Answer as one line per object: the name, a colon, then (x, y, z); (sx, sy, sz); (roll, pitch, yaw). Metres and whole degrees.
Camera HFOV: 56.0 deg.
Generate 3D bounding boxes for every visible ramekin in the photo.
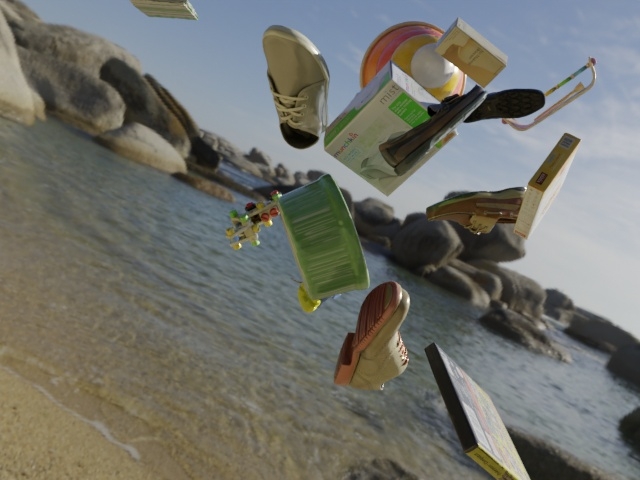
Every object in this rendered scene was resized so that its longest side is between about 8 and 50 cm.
ramekin: (0.000, 0.000, 1.493); (0.148, 0.303, 0.303); (-19, 9, -4)

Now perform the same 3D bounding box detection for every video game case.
video game case: (0.330, 0.376, 1.259); (0.248, 0.035, 0.275); (44, 18, -29)

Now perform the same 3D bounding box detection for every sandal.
sandal: (0.033, 0.103, 1.989); (0.138, 0.317, 0.126); (-7, 51, -34)

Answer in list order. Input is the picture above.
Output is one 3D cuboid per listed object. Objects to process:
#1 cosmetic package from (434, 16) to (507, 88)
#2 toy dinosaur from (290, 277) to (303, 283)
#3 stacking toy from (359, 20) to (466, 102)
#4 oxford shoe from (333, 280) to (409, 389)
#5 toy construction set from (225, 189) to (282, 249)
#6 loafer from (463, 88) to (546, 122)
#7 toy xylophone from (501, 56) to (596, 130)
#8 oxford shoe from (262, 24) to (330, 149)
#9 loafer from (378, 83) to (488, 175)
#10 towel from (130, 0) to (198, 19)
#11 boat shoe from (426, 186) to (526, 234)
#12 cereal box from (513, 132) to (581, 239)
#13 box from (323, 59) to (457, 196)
cosmetic package: (0.262, -0.326, 1.048); (0.115, 0.060, 0.041); (32, 44, -11)
toy dinosaur: (-0.011, 0.152, 2.369); (0.112, 0.211, 0.064); (-102, 171, -74)
stacking toy: (0.308, -0.492, 1.779); (0.350, 0.351, 0.480); (24, 10, -7)
oxford shoe: (0.147, 0.231, 1.401); (0.146, 0.140, 0.397); (18, -38, -3)
toy construction set: (-0.189, -0.078, 2.178); (0.327, 0.151, 0.215); (-11, 22, -9)
loafer: (0.458, -0.346, 1.525); (0.223, 0.076, 0.078); (-3, 24, 35)
toy xylophone: (0.726, -0.447, 1.890); (0.081, 0.322, 0.236); (56, 21, 0)
oxford shoe: (-0.064, -0.386, 1.604); (0.169, 0.130, 0.449); (20, -20, 15)
loafer: (0.240, -0.253, 1.286); (0.084, 0.267, 0.096); (47, -7, 4)
towel: (-0.309, -0.467, 1.200); (0.113, 0.023, 0.152); (4, 10, -4)
boat shoe: (0.472, -0.080, 1.758); (0.324, 0.120, 0.122); (-8, -5, -13)
cereal box: (0.544, -0.126, 1.459); (0.047, 0.173, 0.240); (32, -17, 23)
box: (0.178, -0.288, 1.570); (0.231, 0.262, 0.127); (34, 34, -23)
